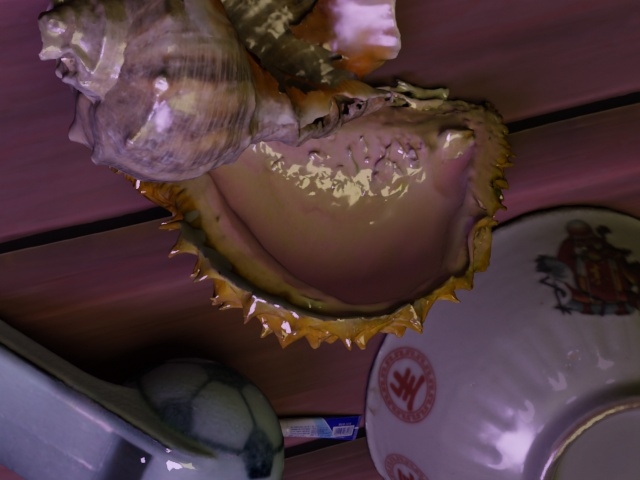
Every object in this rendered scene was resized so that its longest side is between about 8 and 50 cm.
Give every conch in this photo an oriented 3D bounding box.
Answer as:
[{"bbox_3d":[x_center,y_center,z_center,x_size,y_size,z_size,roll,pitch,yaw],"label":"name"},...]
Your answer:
[{"bbox_3d":[-0.077,-0.143,1.070,0.291,0.159,0.210,-1,107,-55],"label":"conch"}]

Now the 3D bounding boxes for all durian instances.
[{"bbox_3d":[0.013,0.005,1.152,0.305,0.195,0.185,-1,122,-21],"label":"durian"}]

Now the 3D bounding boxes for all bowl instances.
[{"bbox_3d":[0.218,0.156,1.315,0.337,0.157,0.337,-8,118,-15],"label":"bowl"}]

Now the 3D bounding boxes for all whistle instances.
[{"bbox_3d":[-0.132,0.148,1.213,0.290,0.163,0.163,30,106,10],"label":"whistle"}]

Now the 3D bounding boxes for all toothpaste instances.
[{"bbox_3d":[-0.004,0.158,1.321,0.083,0.015,0.024,3,113,-26],"label":"toothpaste"}]
